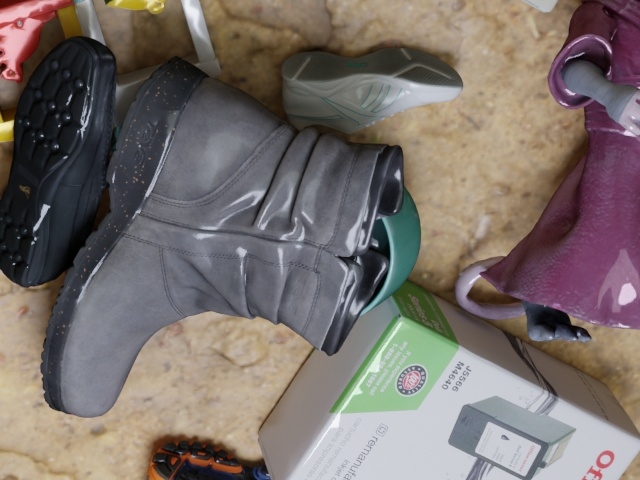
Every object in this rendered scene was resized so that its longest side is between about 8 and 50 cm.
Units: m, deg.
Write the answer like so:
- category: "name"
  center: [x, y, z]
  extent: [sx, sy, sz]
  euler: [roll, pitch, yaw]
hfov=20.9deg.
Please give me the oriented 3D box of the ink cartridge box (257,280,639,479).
- category: "ink cartridge box"
  center: [0.115, 0.176, 1.533]
  extent: [0.273, 0.115, 0.198]
  euler: [27, 105, -22]

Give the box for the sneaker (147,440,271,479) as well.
- category: "sneaker"
  center: [-0.058, 0.245, 1.556]
  extent: [0.221, 0.083, 0.087]
  euler: [19, 122, -14]

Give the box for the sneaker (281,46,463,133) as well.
- category: "sneaker"
  center: [0.041, -0.122, 1.426]
  extent: [0.152, 0.054, 0.061]
  euler: [-1, 129, -9]

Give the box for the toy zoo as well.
- category: "toy zoo"
  center: [-0.195, -0.196, 1.346]
  extent: [0.192, 0.030, 0.293]
  euler: [-17, 116, -5]

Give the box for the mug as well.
- category: "mug"
  center: [0.005, -0.007, 1.433]
  extent: [0.158, 0.097, 0.129]
  euler: [14, 109, 21]

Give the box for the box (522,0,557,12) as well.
- category: "box"
  center: [0.195, -0.323, 1.333]
  extent: [0.094, 0.113, 0.275]
  euler: [25, 107, -22]

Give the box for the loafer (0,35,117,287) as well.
- category: "loafer"
  center: [-0.198, -0.063, 1.358]
  extent: [0.078, 0.076, 0.223]
  euler: [-20, 139, -47]

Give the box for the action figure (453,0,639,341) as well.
- category: "action figure"
  center: [0.273, -0.102, 1.437]
  extent: [0.248, 0.276, 0.370]
  euler: [-3, 95, -29]

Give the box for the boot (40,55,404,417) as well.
- category: "boot"
  center: [-0.079, 0.042, 1.370]
  extent: [0.223, 0.118, 0.338]
  euler: [26, 120, 6]
